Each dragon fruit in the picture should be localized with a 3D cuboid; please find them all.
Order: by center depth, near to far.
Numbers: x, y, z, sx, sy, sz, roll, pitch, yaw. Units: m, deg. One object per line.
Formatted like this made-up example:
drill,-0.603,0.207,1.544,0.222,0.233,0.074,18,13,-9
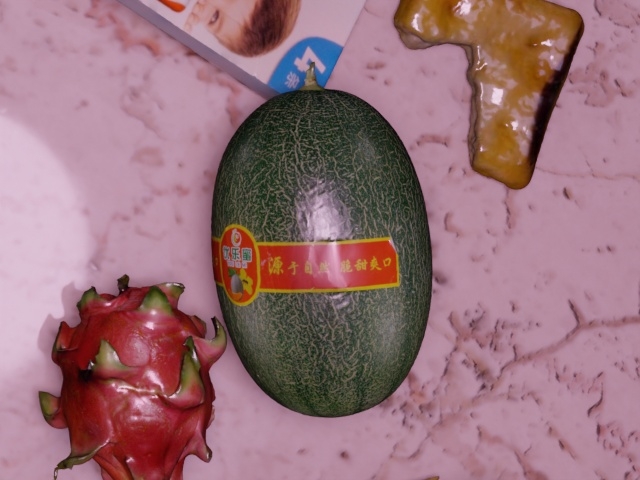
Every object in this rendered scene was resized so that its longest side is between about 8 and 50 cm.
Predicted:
dragon fruit,-0.149,0.144,1.088,0.137,0.135,0.235,9,82,-21

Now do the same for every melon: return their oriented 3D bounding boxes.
melon,0.000,0.000,1.113,0.182,0.182,0.287,-6,92,-17

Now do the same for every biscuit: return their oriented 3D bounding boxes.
biscuit,0.139,-0.158,1.230,0.183,0.039,0.174,25,85,-15

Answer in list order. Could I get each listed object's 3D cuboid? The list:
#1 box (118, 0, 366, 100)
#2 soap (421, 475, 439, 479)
box,-0.052,-0.281,1.124,0.265,0.048,0.273,30,81,-36
soap,0.026,0.381,1.133,0.339,0.169,0.304,-13,95,-15
